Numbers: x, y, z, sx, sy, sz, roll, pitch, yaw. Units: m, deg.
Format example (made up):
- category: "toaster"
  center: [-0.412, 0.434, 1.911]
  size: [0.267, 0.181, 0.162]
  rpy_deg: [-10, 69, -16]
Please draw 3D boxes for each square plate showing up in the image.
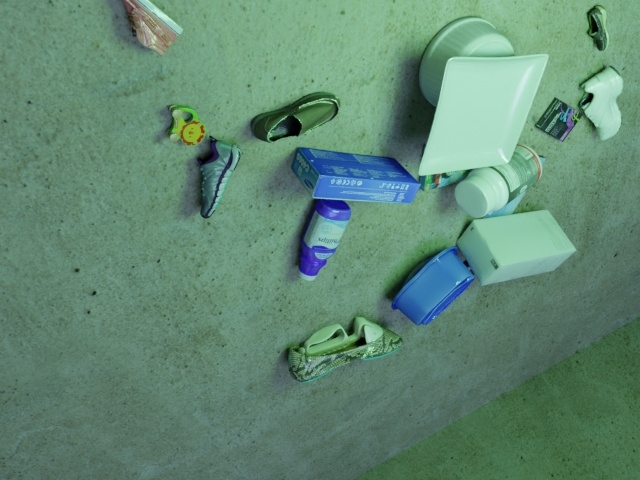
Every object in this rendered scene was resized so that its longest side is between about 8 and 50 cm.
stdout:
- category: "square plate"
  center: [0.449, -0.359, 1.474]
  size: [0.347, 0.049, 0.344]
  rpy_deg: [-10, 131, -23]

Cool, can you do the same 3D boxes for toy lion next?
- category: "toy lion"
  center: [-0.329, -0.283, 1.287]
  size: [0.096, 0.034, 0.100]
  rpy_deg: [-7, 128, -34]

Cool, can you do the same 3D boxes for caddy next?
- category: "caddy"
  center: [0.421, 0.170, 1.984]
  size: [0.341, 0.179, 0.241]
  rpy_deg: [-46, 158, 11]

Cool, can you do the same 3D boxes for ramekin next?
- category: "ramekin"
  center: [0.430, -0.485, 1.484]
  size: [0.273, 0.127, 0.272]
  rpy_deg: [-16, 132, -19]

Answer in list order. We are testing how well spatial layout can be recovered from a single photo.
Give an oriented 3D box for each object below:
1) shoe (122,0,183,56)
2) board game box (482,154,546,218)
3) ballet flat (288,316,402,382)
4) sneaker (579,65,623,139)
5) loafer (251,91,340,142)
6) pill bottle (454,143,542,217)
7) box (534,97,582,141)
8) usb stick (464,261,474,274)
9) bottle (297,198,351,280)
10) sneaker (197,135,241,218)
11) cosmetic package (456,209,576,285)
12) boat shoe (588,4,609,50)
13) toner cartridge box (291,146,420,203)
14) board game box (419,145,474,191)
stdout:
- category: "shoe"
  center: [-0.378, -0.465, 1.083]
  size: [0.081, 0.063, 0.178]
  rpy_deg: [-51, 137, 8]
- category: "board game box"
  center: [0.722, -0.199, 1.953]
  size: [0.145, 0.027, 0.281]
  rpy_deg: [3, 124, -33]
- category: "ballet flat"
  center: [0.101, 0.399, 2.015]
  size: [0.483, 0.164, 0.182]
  rpy_deg: [-15, 111, -17]
- category: "sneaker"
  center: [0.988, -0.474, 1.847]
  size: [0.129, 0.111, 0.297]
  rpy_deg: [-23, 132, 10]
- category: "loafer"
  center: [-0.053, -0.313, 1.376]
  size: [0.251, 0.087, 0.094]
  rpy_deg: [-25, 134, -10]
- category: "pill bottle"
  center: [0.595, -0.198, 1.742]
  size: [0.283, 0.161, 0.161]
  rpy_deg: [-32, 137, -25]
- category: "box"
  center: [0.845, -0.425, 1.838]
  size: [0.162, 0.029, 0.116]
  rpy_deg: [13, 118, -35]
- category: "usb stick"
  center: [0.567, 0.151, 2.137]
  size: [0.278, 0.045, 0.077]
  rpy_deg: [-35, 136, 0]
- category: "bottle"
  center: [0.000, 0.000, 1.658]
  size: [0.118, 0.092, 0.282]
  rpy_deg: [3, 124, -33]
- category: "sneaker"
  center: [-0.294, -0.168, 1.382]
  size: [0.098, 0.083, 0.223]
  rpy_deg: [22, 109, -18]
- category: "cosmetic package"
  center: [0.752, 0.022, 2.002]
  size: [0.385, 0.217, 0.156]
  rpy_deg: [-8, 147, -21]
- category: "boat shoe"
  center: [0.876, -0.666, 1.647]
  size: [0.049, 0.056, 0.152]
  rpy_deg: [-31, 125, 3]
- category: "toner cartridge box"
  center: [0.106, -0.187, 1.517]
  size: [0.348, 0.165, 0.075]
  rpy_deg: [1, 125, -30]
- category: "board game box"
  center: [0.434, -0.262, 1.730]
  size: [0.212, 0.039, 0.160]
  rpy_deg: [-18, 132, -18]
